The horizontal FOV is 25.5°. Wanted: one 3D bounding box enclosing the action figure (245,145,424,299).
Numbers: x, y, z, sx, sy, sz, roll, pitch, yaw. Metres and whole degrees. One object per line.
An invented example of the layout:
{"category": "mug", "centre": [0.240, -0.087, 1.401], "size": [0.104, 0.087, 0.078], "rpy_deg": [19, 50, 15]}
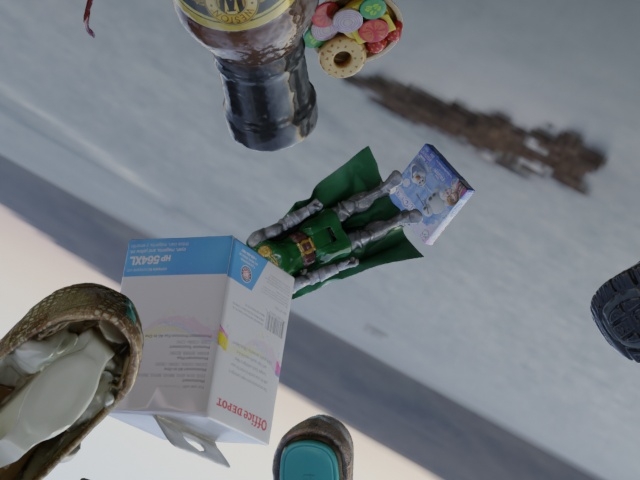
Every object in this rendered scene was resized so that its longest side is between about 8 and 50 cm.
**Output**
{"category": "action figure", "centre": [0.000, 0.000, 1.491], "size": [0.137, 0.232, 0.063], "rpy_deg": [61, 151, 3]}

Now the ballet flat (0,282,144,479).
{"category": "ballet flat", "centre": [-0.156, 0.097, 0.624], "size": [0.073, 0.206, 0.067], "rpy_deg": [44, 165, -16]}

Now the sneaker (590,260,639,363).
{"category": "sneaker", "centre": [0.367, 0.004, 1.280], "size": [0.109, 0.130, 0.286], "rpy_deg": [55, 139, 3]}

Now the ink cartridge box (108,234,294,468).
{"category": "ink cartridge box", "centre": [-0.086, 0.079, 0.980], "size": [0.089, 0.143, 0.092], "rpy_deg": [-1, 159, 28]}

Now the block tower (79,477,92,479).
{"category": "block tower", "centre": [-0.172, 0.187, 0.805], "size": [0.335, 0.091, 0.097], "rpy_deg": [17, -145, 9]}

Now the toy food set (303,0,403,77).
{"category": "toy food set", "centre": [0.027, -0.174, 1.169], "size": [0.082, 0.083, 0.020], "rpy_deg": [52, -156, -47]}

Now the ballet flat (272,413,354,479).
{"category": "ballet flat", "centre": [-0.005, 0.326, 1.465], "size": [0.107, 0.316, 0.106], "rpy_deg": [9, -165, 5]}

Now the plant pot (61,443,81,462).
{"category": "plant pot", "centre": [-0.455, 0.228, 1.362], "size": [0.333, 0.305, 0.334], "rpy_deg": [36, -178, -1]}

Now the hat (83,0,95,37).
{"category": "hat", "centre": [-0.173, -0.308, 1.235], "size": [0.173, 0.184, 0.208], "rpy_deg": [29, -150, 26]}

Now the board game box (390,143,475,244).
{"category": "board game box", "centre": [0.134, -0.057, 1.748], "size": [0.020, 0.090, 0.090], "rpy_deg": [8, -145, -50]}

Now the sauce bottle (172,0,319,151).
{"category": "sauce bottle", "centre": [-0.055, -0.206, 0.939], "size": [0.111, 0.111, 0.344], "rpy_deg": [27, 148, 32]}
